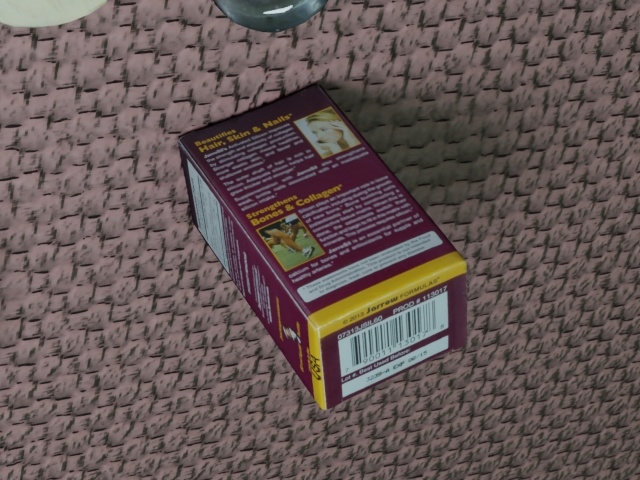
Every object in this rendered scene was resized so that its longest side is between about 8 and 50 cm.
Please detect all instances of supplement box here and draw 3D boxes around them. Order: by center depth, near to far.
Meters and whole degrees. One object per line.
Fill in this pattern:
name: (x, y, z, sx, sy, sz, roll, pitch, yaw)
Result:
supplement box: (0.000, 0.000, 1.127, 0.104, 0.188, 0.081, -23, 139, -17)

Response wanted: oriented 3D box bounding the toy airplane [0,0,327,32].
toy airplane: (-0.182, -0.223, 0.767, 0.384, 0.272, 0.386, 11, 157, -30)
